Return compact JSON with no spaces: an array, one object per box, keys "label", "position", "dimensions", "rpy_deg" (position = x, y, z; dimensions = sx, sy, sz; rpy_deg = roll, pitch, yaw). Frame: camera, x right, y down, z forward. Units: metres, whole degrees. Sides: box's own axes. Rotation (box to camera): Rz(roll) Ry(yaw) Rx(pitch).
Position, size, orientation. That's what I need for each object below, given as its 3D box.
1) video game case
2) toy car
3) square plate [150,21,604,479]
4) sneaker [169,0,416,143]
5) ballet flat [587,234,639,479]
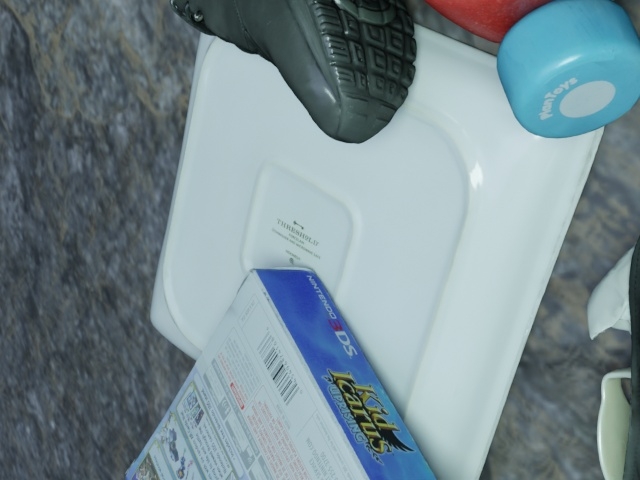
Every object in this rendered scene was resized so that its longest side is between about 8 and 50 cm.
[{"label":"video game case","position":[-0.022,0.198,0.773],"dimensions":[0.244,0.061,0.269],"rpy_deg":[-56,49,34]},{"label":"toy car","position":[0.063,-0.196,0.539],"dimensions":[0.210,0.238,0.219],"rpy_deg":[-48,47,45]},{"label":"square plate","position":[0.000,0.000,0.818],"dimensions":[0.347,0.049,0.344],"rpy_deg":[32,119,35]},{"label":"sneaker","position":[-0.033,-0.165,0.747],"dimensions":[0.130,0.109,0.286],"rpy_deg":[-40,54,27]},{"label":"ballet flat","position":[0.192,0.069,0.624],"dimensions":[0.096,0.095,0.280],"rpy_deg":[21,113,52]}]
